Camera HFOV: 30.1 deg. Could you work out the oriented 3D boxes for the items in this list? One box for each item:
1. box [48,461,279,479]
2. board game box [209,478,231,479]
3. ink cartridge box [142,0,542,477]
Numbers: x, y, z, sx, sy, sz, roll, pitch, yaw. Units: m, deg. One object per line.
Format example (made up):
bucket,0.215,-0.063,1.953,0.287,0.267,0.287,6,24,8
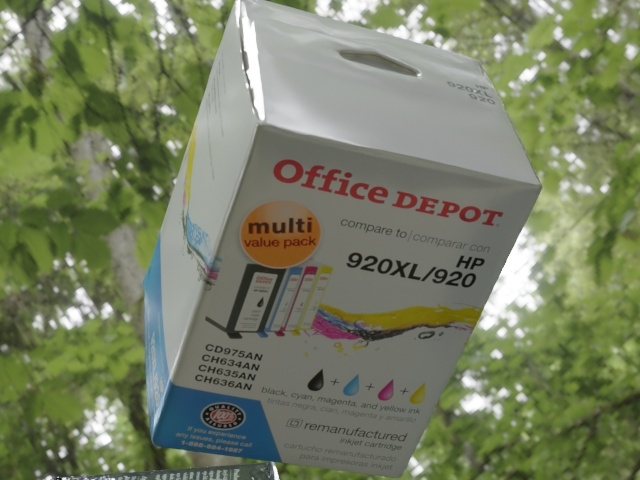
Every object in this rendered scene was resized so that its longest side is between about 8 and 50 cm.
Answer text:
box,-0.132,0.287,1.018,0.207,0.108,0.153,-3,-70,-2
board game box,0.125,0.287,0.350,0.390,0.390,0.050,7,-9,-3
ink cartridge box,0.000,0.000,0.742,0.171,0.168,0.233,11,-58,-16
